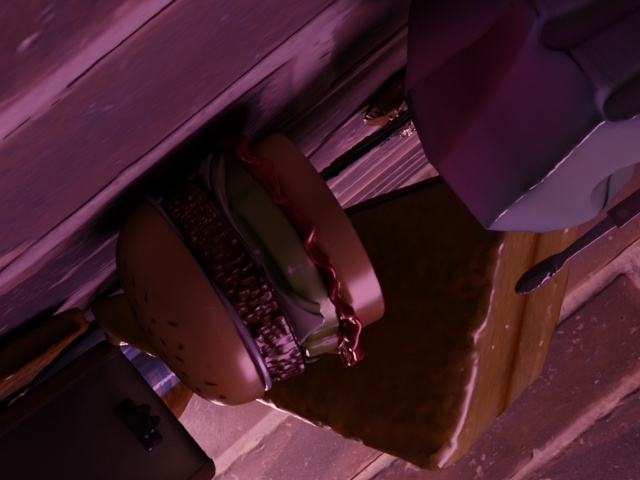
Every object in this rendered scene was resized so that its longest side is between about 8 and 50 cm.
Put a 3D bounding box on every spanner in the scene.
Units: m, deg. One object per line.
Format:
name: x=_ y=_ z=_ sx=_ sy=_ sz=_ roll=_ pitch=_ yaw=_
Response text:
spanner: x=-0.005 y=-0.056 z=1.256 sx=0.325 sy=0.026 sz=0.093 roll=-34 pitch=-178 yaw=41

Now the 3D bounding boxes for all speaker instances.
speaker: x=-0.231 y=0.219 z=1.024 sx=0.192 sy=0.153 sz=0.231 roll=-40 pitch=179 yaw=35

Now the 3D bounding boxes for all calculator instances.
calculator: x=-0.214 y=0.113 z=1.256 sx=0.188 sy=0.042 sz=0.303 roll=-36 pitch=178 yaw=-44

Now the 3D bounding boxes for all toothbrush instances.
toothbrush: x=0.199 y=-0.025 z=0.792 sx=0.194 sy=0.014 sz=0.017 roll=-38 pitch=176 yaw=11

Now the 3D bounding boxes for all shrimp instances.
shrimp: x=0.081 y=-0.136 z=1.255 sx=0.091 sy=0.043 sz=0.184 roll=-32 pitch=171 yaw=-1

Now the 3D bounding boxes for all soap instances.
soap: x=0.155 y=-0.119 z=0.825 sx=0.109 sy=0.193 sz=0.324 roll=-41 pitch=176 yaw=29

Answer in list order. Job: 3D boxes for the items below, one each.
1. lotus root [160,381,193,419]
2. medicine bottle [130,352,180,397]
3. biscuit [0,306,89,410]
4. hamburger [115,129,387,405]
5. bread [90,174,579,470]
lotus root: x=-0.242 y=0.205 z=1.627 sx=0.221 sy=0.118 sz=0.125 roll=-34 pitch=142 yaw=-37
medicine bottle: x=-0.186 y=0.130 z=1.489 sx=0.203 sy=0.083 sz=0.083 roll=-39 pitch=177 yaw=-26
biscuit: x=-0.284 y=0.142 z=0.942 sx=0.254 sy=0.029 sz=0.172 roll=-40 pitch=178 yaw=37
hamburger: x=-0.050 y=0.024 z=0.792 sx=0.137 sy=0.175 sz=0.175 roll=-32 pitch=176 yaw=-13
bread: x=0.000 y=0.000 z=1.005 sx=0.233 sy=0.362 sz=0.245 roll=-28 pitch=129 yaw=-59
